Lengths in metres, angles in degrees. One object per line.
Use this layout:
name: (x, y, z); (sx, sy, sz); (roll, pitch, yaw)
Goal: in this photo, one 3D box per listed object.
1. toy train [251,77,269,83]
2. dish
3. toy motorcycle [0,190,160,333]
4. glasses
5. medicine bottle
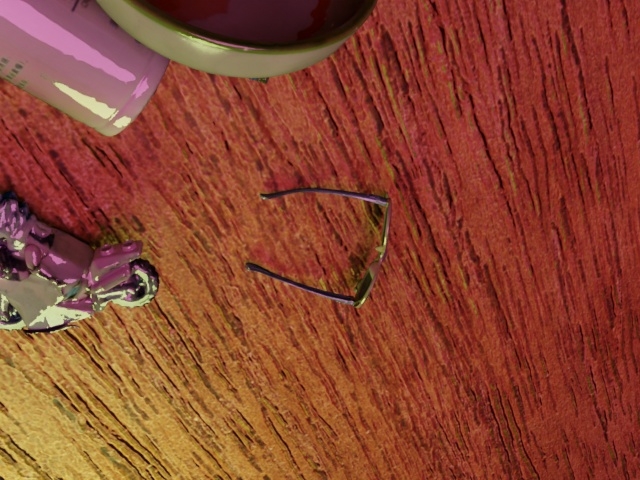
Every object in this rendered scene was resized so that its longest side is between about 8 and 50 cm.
toy train: (-0.055, -0.303, 0.856); (0.042, 0.044, 0.209); (11, 113, -27)
dish: (-0.106, -0.282, 0.726); (0.324, 0.324, 0.124); (0, 151, -23)
toy motorcycle: (-0.345, 0.023, 0.882); (0.239, 0.108, 0.204); (-20, 124, -12)
glasses: (0.007, 0.014, 1.043); (0.220, 0.088, 0.190); (4, 117, -25)
medicine bottle: (-0.298, -0.236, 0.724); (0.254, 0.152, 0.152); (31, 103, -34)
